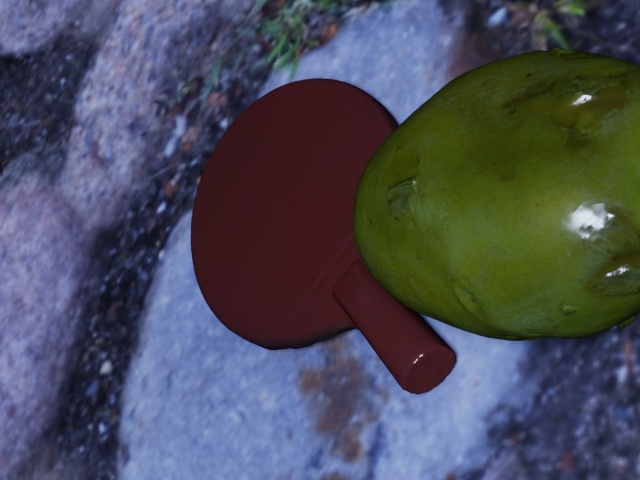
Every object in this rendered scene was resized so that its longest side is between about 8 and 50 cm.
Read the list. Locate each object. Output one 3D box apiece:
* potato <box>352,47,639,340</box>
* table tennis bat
[{"bbox_3d":[0.128,-0.029,1.032,0.253,0.148,0.186,-10,68,39],"label":"potato"},{"bbox_3d":[0.000,0.000,1.217,0.200,0.038,0.310,-52,45,13],"label":"table tennis bat"}]
